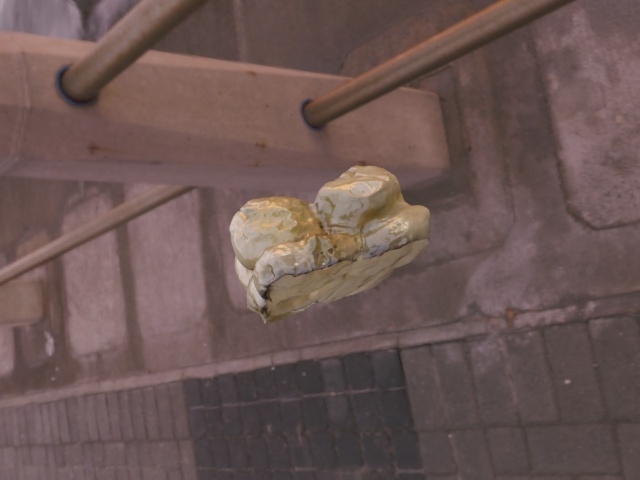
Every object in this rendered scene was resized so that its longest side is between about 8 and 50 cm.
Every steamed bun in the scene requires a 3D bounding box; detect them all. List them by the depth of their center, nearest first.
[{"bbox_3d":[0.000,0.000,0.707,0.192,0.177,0.106,113,137,-66],"label":"steamed bun"}]
